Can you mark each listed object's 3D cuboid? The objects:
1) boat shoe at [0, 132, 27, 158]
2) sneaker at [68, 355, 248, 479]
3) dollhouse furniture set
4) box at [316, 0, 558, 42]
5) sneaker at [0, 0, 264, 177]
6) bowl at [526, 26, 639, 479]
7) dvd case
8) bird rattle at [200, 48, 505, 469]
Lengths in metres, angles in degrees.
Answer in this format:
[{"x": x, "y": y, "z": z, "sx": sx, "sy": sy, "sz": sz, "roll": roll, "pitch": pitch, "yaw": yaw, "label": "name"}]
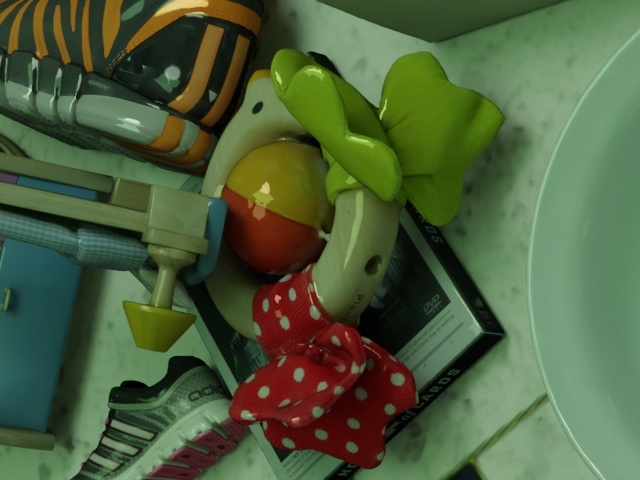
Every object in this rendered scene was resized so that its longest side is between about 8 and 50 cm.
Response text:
[{"x": -0.351, "y": -0.060, "z": 1.500, "sx": 0.342, "sy": 0.123, "sz": 0.123, "roll": 28, "pitch": 100, "yaw": 39, "label": "boat shoe"}, {"x": -0.124, "y": 0.135, "z": 1.324, "sx": 0.170, "sy": 0.063, "sz": 0.074, "roll": -37, "pitch": 60, "yaw": 25, "label": "sneaker"}, {"x": -0.240, "y": 0.035, "z": 1.242, "sx": 0.303, "sy": 0.286, "sz": 0.198, "roll": -168, "pitch": 90, "yaw": -72, "label": "dollhouse furniture set"}, {"x": 0.113, "y": -0.224, "z": 1.146, "sx": 0.232, "sy": 0.127, "sz": 0.148, "roll": -15, "pitch": 73, "yaw": 36, "label": "box"}, {"x": -0.152, "y": -0.159, "z": 1.374, "sx": 0.321, "sy": 0.124, "sz": 0.180, "roll": 17, "pitch": 83, "yaw": 39, "label": "sneaker"}, {"x": 0.260, "y": 0.014, "z": 0.981, "sx": 0.298, "sy": 0.134, "sz": 0.297, "roll": -7, "pitch": 79, "yaw": 38, "label": "bowl"}, {"x": -0.005, "y": 0.023, "z": 1.265, "sx": 0.179, "sy": 0.030, "sz": 0.238, "roll": -45, "pitch": 58, "yaw": 24, "label": "dvd case"}, {"x": 0.000, "y": 0.000, "z": 1.199, "sx": 0.207, "sy": 0.143, "sz": 0.253, "roll": 34, "pitch": 117, "yaw": 49, "label": "bird rattle"}]
